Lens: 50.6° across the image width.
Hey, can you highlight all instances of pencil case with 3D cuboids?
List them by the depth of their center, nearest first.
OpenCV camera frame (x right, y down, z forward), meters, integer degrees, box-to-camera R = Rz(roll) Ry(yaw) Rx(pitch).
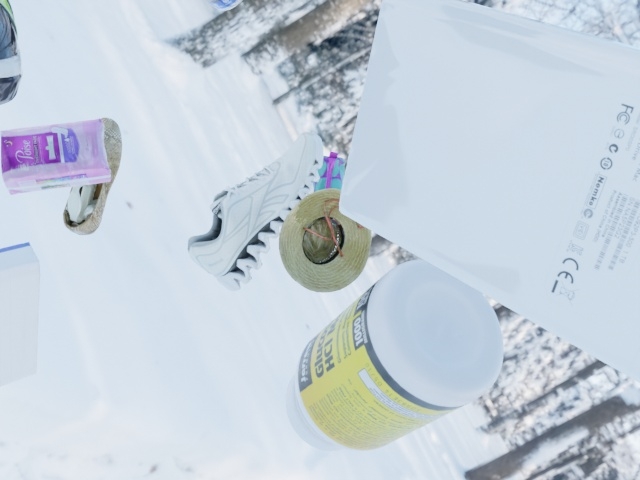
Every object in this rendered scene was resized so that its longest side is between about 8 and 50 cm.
[{"bbox_3d":[0.011,-0.080,1.235,0.070,0.064,0.152,117,-22,-73],"label":"pencil case"}]

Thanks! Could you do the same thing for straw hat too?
[{"bbox_3d":[0.000,0.000,0.953,0.145,0.144,0.061,58,-17,-12],"label":"straw hat"}]

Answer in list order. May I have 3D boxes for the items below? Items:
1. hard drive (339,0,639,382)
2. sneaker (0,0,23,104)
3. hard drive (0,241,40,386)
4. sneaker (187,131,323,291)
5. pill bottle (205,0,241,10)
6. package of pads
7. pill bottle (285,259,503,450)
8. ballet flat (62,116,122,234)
[{"bbox_3d":[0.151,-0.052,0.500,0.040,0.203,0.307,-15,36,-43],"label":"hard drive"},{"bbox_3d":[-0.209,-0.156,0.328,0.235,0.084,0.097,52,-42,30],"label":"sneaker"},{"bbox_3d":[-0.445,0.119,0.663,0.040,0.318,0.210,51,-41,27],"label":"hard drive"},{"bbox_3d":[-0.101,-0.061,1.091,0.118,0.292,0.110,35,3,-20],"label":"sneaker"},{"bbox_3d":[-0.154,-0.350,0.835,0.137,0.078,0.078,19,37,-51],"label":"pill bottle"},{"bbox_3d":[-0.217,-0.069,0.555,0.032,0.083,0.050,114,-35,-66],"label":"package of pads"},{"bbox_3d":[0.079,0.180,0.937,0.187,0.334,0.188,15,54,-21],"label":"pill bottle"},{"bbox_3d":[-0.385,-0.105,1.138,0.067,0.073,0.206,-24,128,-76],"label":"ballet flat"}]
